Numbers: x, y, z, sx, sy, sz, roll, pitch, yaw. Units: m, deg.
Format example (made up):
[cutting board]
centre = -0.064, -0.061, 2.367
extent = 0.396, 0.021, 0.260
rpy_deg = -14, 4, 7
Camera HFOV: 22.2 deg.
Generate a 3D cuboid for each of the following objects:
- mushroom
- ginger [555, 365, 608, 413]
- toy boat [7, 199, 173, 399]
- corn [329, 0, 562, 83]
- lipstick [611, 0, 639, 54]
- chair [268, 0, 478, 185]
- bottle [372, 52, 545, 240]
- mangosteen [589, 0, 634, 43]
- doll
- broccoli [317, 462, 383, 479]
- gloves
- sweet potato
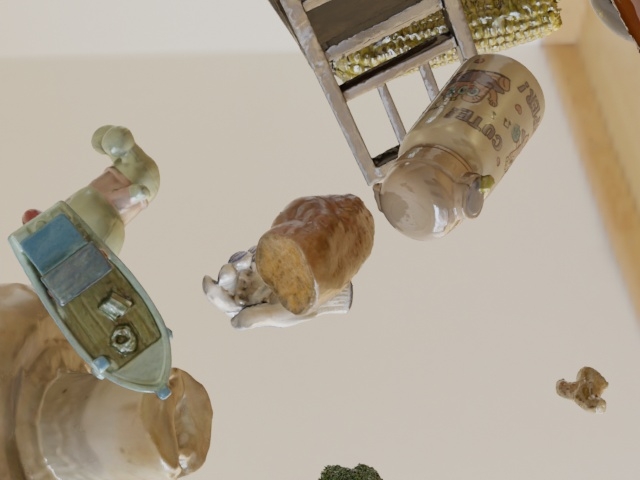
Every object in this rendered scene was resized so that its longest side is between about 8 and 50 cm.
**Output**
[mushroom]
centre = -0.238, 0.182, 1.522
extent = 0.292, 0.290, 0.293
rpy_deg = -3, -90, -71
[ginger]
centre = 0.302, 0.170, 1.836
extent = 0.030, 0.048, 0.097
rpy_deg = 53, 170, -22
[toy boat]
centre = -0.166, 0.047, 1.216
extent = 0.173, 0.069, 0.059
rpy_deg = 55, 173, -8
[corn]
centre = 0.148, -0.274, 2.056
extent = 0.115, 0.317, 0.115
rpy_deg = -14, -90, -82
[lipstick]
centre = 0.310, -0.113, 1.301
extent = 0.418, 0.077, 0.077
rpy_deg = 60, 173, -10
[chair]
centre = 0.037, -0.292, 1.799
extent = 0.241, 0.203, 0.416
rpy_deg = 63, 180, 34
[bottle]
centre = 0.133, -0.081, 1.505
extent = 0.209, 0.110, 0.097
rpy_deg = -53, -43, -42
[mangosteen]
centre = 0.449, -0.348, 2.125
extent = 0.210, 0.209, 0.210
rpy_deg = 177, 90, -79
[doll]
centre = -0.305, -0.029, 2.250
extent = 0.155, 0.113, 0.275
rpy_deg = -5, 56, 59
[broccoli]
centre = 0.037, 0.418, 2.385
extent = 0.156, 0.195, 0.195
rpy_deg = -27, 59, 33
[gloves]
centre = -0.058, 0.061, 2.041
extent = 0.097, 0.229, 0.119
rpy_deg = -35, 60, 35
[sweet potato]
centre = 0.000, 0.000, 1.559
extent = 0.252, 0.097, 0.097
rpy_deg = -51, -38, -70
